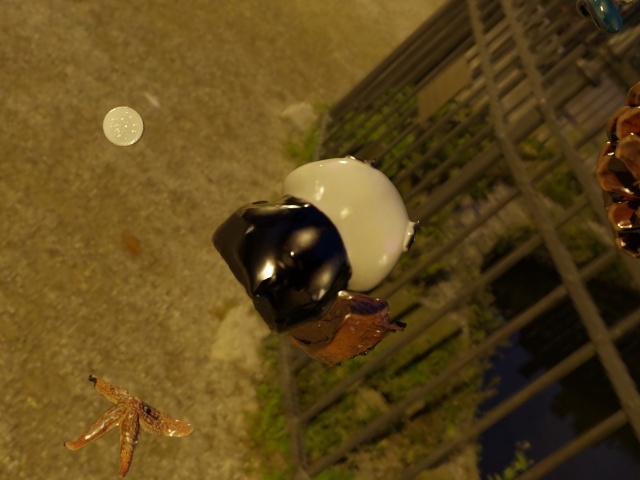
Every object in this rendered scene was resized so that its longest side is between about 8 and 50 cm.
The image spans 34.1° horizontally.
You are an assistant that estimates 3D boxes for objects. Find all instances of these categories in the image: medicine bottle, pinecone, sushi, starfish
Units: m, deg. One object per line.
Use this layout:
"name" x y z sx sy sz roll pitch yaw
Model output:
"medicine bottle" -0.277 -0.160 1.473 0.057 0.057 0.089 45 -3 -10
"pinecone" 0.404 -0.058 1.079 0.243 0.243 0.257 40 58 -21
"sushi" 0.021 0.175 2.039 0.140 0.287 0.149 16 70 -49
"starfish" -0.218 0.186 1.131 0.133 0.041 0.130 -21 58 -37

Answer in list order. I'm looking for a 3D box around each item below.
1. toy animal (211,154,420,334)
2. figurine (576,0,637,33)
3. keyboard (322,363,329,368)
"toy animal" 0.000 0.000 1.733 0.251 0.310 0.251 55 -6 9
"figurine" 0.416 -0.414 1.402 0.204 0.283 0.338 64 35 -64
"keyboard" 0.001 0.171 2.216 0.010 0.064 0.198 30 34 -59
